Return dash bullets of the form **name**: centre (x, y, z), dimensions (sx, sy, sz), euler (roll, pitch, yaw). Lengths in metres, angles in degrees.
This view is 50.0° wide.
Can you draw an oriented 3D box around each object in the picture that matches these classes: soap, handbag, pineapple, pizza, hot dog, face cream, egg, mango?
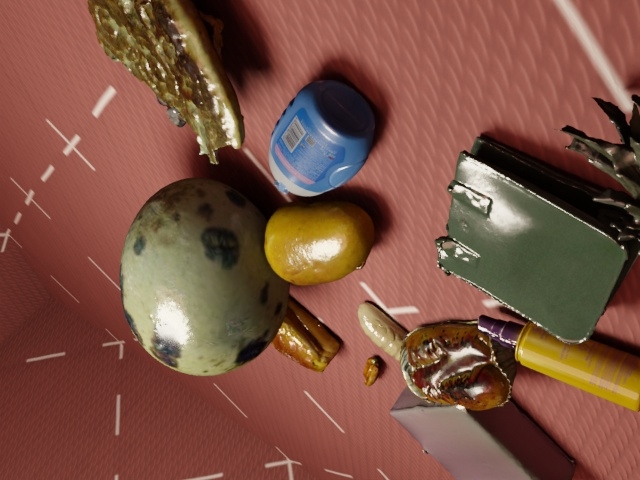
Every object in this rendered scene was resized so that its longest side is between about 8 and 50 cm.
- **soap**: centre (0.330, 0.417, 1.438), dimensions (0.296, 0.107, 0.285), euler (45, 152, -9)
- **handbag**: centre (0.285, 0.003, 0.940), dimensions (0.260, 0.079, 0.248), euler (31, 149, 24)
- **pineapple**: centre (0.391, -0.009, 0.715), dimensions (0.165, 0.165, 0.364), euler (-4, 126, 53)
- **pizza**: centre (-0.191, -0.324, 1.090), dimensions (0.178, 0.041, 0.131), euler (54, 148, -2)
- **hot dog**: centre (0.122, 0.309, 1.612), dimensions (0.037, 0.049, 0.122), euler (0, 152, -2)
- **face cream**: centre (-0.009, -0.144, 1.087), dimensions (0.149, 0.083, 0.264), euler (44, 152, -3)
- **hot dog**: centre (0.243, 0.229, 1.262), dimensions (0.270, 0.081, 0.163), euler (-17, 81, 56)
- **egg**: centre (-0.235, 0.076, 1.405), dimensions (0.345, 0.345, 0.428), euler (25, 133, 28)
- **face cream**: centre (0.372, 0.177, 1.075), dimensions (0.273, 0.078, 0.078), euler (20, 145, 34)
- **mango**: centre (0.000, 0.000, 1.238), dimensions (0.262, 0.130, 0.167), euler (-8, 120, 48)

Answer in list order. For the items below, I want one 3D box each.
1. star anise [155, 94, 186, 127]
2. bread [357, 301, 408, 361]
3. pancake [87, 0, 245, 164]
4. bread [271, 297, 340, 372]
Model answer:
- **star anise**: centre (-0.249, -0.266, 1.236), dimensions (0.204, 0.061, 0.181), euler (-3, 129, 54)
- **bread**: centre (0.154, 0.214, 1.426), dimensions (0.214, 0.053, 0.073), euler (41, 156, 0)
- **pancake**: centre (-0.254, -0.318, 1.098), dimensions (0.427, 0.067, 0.305), euler (46, 153, 11)
- **bread**: centre (-0.131, 0.190, 1.688), dimensions (0.380, 0.109, 0.185), euler (39, 151, 1)
